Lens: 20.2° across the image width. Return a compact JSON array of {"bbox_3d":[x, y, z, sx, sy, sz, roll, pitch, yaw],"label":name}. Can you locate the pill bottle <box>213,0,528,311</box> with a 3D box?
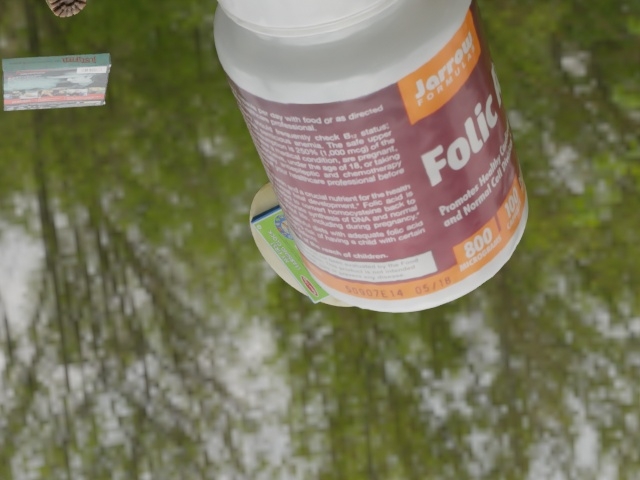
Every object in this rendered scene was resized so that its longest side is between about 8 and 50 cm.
[{"bbox_3d":[0.039,-0.140,1.557,0.224,0.392,0.224,-11,-134,11],"label":"pill bottle"}]

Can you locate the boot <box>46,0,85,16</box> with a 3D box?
[{"bbox_3d":[-0.276,-0.320,1.875,0.059,0.158,0.084,-13,-131,-29],"label":"boot"}]

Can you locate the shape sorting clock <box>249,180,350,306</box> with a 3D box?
[{"bbox_3d":[0.000,0.000,2.331,0.206,0.206,0.040,5,-143,28],"label":"shape sorting clock"}]

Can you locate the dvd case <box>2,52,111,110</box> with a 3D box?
[{"bbox_3d":[-0.219,-0.130,1.483,0.087,0.013,0.119,-4,171,-10],"label":"dvd case"}]
